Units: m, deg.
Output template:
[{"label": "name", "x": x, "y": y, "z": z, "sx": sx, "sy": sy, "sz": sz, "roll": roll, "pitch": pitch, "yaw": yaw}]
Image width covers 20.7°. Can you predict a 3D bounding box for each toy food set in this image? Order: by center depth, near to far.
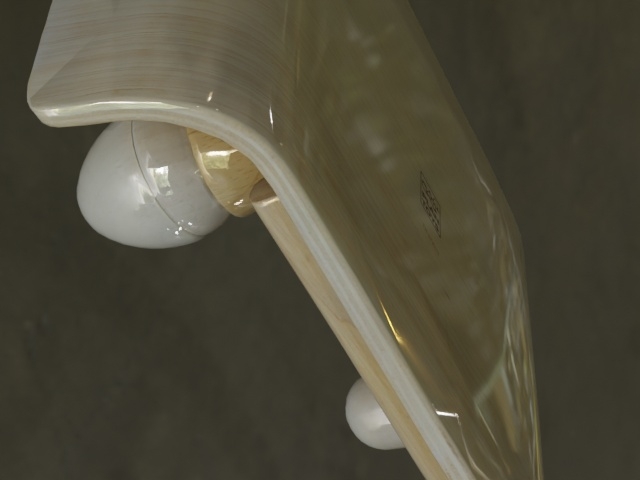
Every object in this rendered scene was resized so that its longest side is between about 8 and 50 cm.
[{"label": "toy food set", "x": 0.000, "y": 0.000, "z": 0.657, "sx": 0.220, "sy": 0.092, "sz": 0.306, "roll": -86, "pitch": 152, "yaw": -51}]
